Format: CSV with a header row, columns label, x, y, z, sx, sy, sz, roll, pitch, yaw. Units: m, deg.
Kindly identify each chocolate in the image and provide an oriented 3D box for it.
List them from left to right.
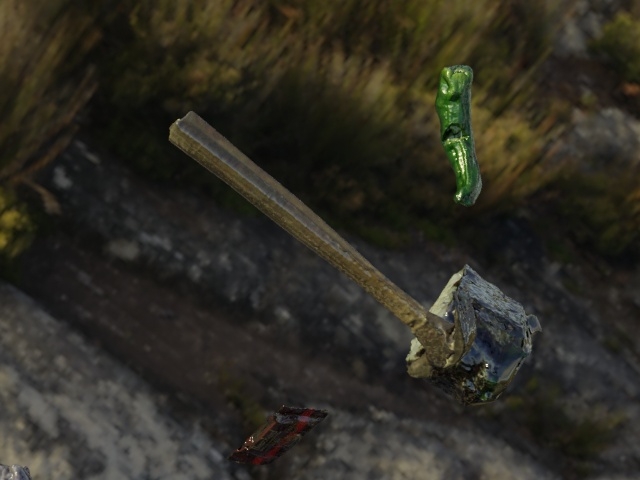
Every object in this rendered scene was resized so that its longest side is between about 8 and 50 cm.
label,x,y,z,sx,sy,sz,roll,pitch,yaw
chocolate,-0.061,0.284,1.953,0.086,0.182,0.028,12,54,-32

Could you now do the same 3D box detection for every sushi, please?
label,x,y,z,sx,sy,sz,roll,pitch,yaw
sushi,0.182,0.119,1.612,0.127,0.124,0.225,33,14,2

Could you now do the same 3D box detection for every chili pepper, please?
label,x,y,z,sx,sy,sz,roll,pitch,yaw
chili pepper,0.177,-0.131,1.726,0.073,0.050,0.182,141,-58,-83

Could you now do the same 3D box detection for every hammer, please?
label,x,y,z,sx,sy,sz,roll,pitch,yaw
hammer,-0.001,0.001,1.079,0.297,0.125,0.027,39,52,-1

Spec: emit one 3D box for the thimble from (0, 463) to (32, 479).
label,x,y,z,sx,sy,sz,roll,pitch,yaw
thimble,-0.346,0.289,1.334,0.150,0.098,0.150,5,55,-7
